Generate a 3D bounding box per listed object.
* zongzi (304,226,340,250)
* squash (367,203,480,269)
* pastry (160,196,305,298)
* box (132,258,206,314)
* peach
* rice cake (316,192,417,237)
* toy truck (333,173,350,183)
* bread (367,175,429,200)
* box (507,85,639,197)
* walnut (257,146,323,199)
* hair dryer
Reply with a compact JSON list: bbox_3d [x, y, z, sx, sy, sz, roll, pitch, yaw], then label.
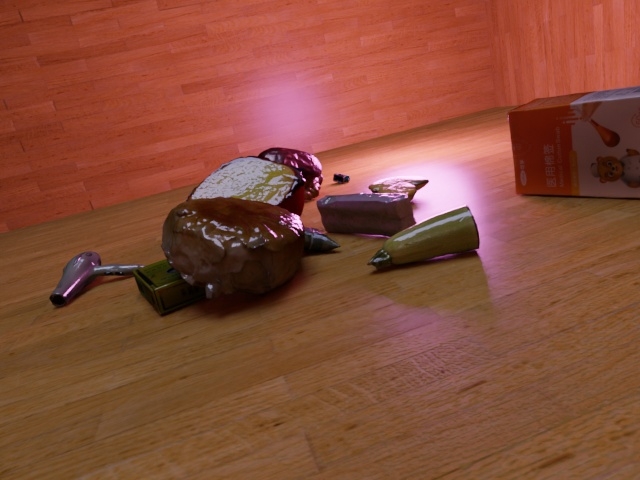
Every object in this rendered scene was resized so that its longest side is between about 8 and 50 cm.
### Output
[{"bbox_3d":[0.000,0.000,1.125,0.119,0.055,0.109,10,9,11],"label":"zongzi"},{"bbox_3d":[0.196,0.008,0.899,0.224,0.094,0.094,-19,17,2],"label":"squash"},{"bbox_3d":[-0.181,-0.007,0.971,0.329,0.136,0.330,11,21,-4],"label":"pastry"},{"bbox_3d":[-0.329,0.090,1.039,0.140,0.064,0.220,-20,19,-28],"label":"box"},{"bbox_3d":[-0.208,-0.073,1.264,0.361,0.201,0.257,-34,52,-29],"label":"peach"},{"bbox_3d":[0.106,-0.064,1.140,0.050,0.106,0.297,-36,27,-33],"label":"rice cake"},{"bbox_3d":[0.087,-0.260,1.913,0.044,0.039,0.083,-2,12,-25],"label":"toy truck"},{"bbox_3d":[0.247,-0.145,1.390,0.187,0.065,0.149,-14,27,-15],"label":"bread"},{"bbox_3d":[0.626,-0.225,1.066,0.143,0.225,0.341,-24,20,-30],"label":"box"},{"bbox_3d":[-0.112,-0.237,1.732,0.268,0.222,0.244,-9,47,-16],"label":"walnut"},{"bbox_3d":[-0.603,0.107,1.213,0.224,0.088,0.219,8,29,15],"label":"hair dryer"}]
